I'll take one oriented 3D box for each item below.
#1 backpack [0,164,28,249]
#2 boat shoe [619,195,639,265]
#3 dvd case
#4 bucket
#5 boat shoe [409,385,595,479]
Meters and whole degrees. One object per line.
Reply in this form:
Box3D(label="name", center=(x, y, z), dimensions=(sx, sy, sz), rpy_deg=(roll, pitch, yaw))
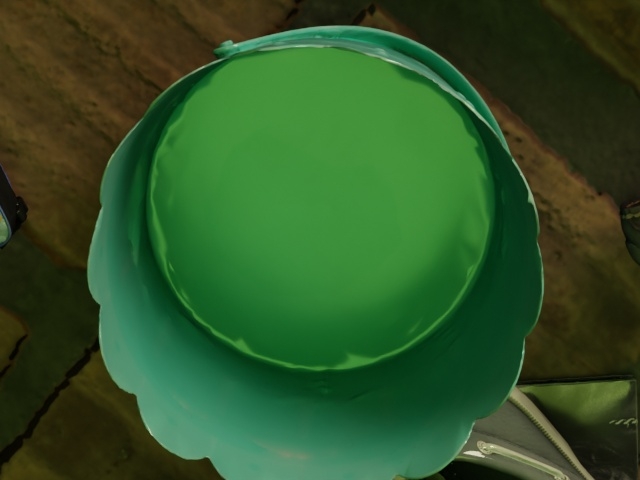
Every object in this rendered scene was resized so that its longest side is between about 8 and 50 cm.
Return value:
Box3D(label="backpack", center=(-0.264, -0.024, 1.109), dimensions=(0.114, 0.084, 0.105), rpy_deg=(-23, 101, 10))
Box3D(label="boat shoe", center=(0.332, -0.102, 1.062), dimensions=(0.355, 0.132, 0.130), rpy_deg=(-29, 93, 0))
Box3D(label="dvd case", center=(0.109, 0.177, 1.188), dimensions=(0.221, 0.018, 0.164), rpy_deg=(-3, 105, 3))
Box3D(label="bucket", center=(0.000, 0.000, 1.058), dimensions=(0.281, 0.183, 0.281), rpy_deg=(0, 106, 1))
Box3D(label="boat shoe", center=(0.175, 0.218, 1.127), dimensions=(0.319, 0.099, 0.116), rpy_deg=(43, 114, -8))
